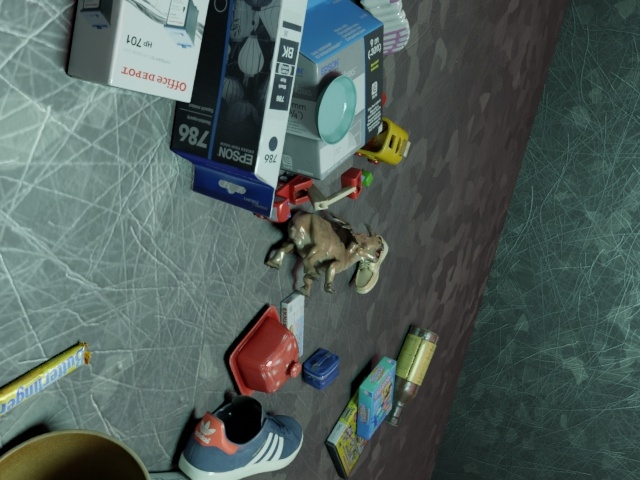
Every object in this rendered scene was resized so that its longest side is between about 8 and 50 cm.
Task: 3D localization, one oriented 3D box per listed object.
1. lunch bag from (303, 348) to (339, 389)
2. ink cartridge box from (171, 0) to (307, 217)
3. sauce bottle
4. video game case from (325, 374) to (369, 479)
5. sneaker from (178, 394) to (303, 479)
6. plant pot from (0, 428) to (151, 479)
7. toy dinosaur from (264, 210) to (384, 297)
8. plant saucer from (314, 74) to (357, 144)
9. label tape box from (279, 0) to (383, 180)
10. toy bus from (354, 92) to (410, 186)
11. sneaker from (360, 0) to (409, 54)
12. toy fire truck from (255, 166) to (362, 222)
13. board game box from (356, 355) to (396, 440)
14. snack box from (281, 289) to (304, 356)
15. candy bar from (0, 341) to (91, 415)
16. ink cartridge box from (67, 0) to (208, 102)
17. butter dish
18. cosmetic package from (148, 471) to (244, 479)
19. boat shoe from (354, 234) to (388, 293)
[{"bbox_3d":[0.000,0.319,1.511,0.098,0.067,0.065,-34,134,-47],"label":"lunch bag"},{"bbox_3d":[-0.123,-0.207,0.859,0.065,0.165,0.333,-16,119,-57],"label":"ink cartridge box"},{"bbox_3d":[0.303,0.471,2.110,0.344,0.111,0.111,-65,152,-8],"label":"sauce bottle"},{"bbox_3d":[0.112,0.597,1.921,0.248,0.035,0.275,-54,149,-30],"label":"video game case"},{"bbox_3d":[-0.131,0.387,1.247,0.350,0.131,0.148,6,106,-61],"label":"sneaker"},{"bbox_3d":[-0.342,0.426,0.832,0.237,0.237,0.254,-46,159,-38],"label":"plant pot"},{"bbox_3d":[0.000,0.000,1.267,0.295,0.127,0.200,43,61,-47],"label":"toy dinosaur"},{"bbox_3d":[0.023,-0.224,1.037,0.119,0.021,0.119,-38,139,-43],"label":"plant saucer"},{"bbox_3d":[0.017,-0.314,1.107,0.240,0.106,0.334,-44,142,-41],"label":"label tape box"},{"bbox_3d":[0.153,-0.226,1.408,0.202,0.104,0.191,-50,146,-34],"label":"toy bus"},{"bbox_3d":[0.125,-0.476,1.226,0.236,0.095,0.104,67,14,-66],"label":"sneaker"},{"bbox_3d":[-0.020,-0.088,1.149,0.192,0.135,0.047,-43,142,-42],"label":"toy fire truck"},{"bbox_3d":[0.173,0.487,1.869,0.160,0.047,0.210,-38,139,-46],"label":"board game box"},{"bbox_3d":[-0.064,0.202,1.371,0.064,0.022,0.178,-36,136,-49],"label":"snack box"},{"bbox_3d":[-0.375,0.186,0.805,0.161,0.018,0.040,-33,134,-49],"label":"candy bar"},{"bbox_3d":[-0.215,-0.278,0.740,0.139,0.082,0.191,-6,111,-60],"label":"ink cartridge box"},{"bbox_3d":[-0.093,0.246,1.243,0.160,0.118,0.160,-50,145,-34],"label":"butter dish"},{"bbox_3d":[-0.165,0.650,1.067,0.327,0.393,0.329,-66,152,-8],"label":"cosmetic package"},{"bbox_3d":[0.128,0.058,1.592,0.170,0.063,0.059,-66,151,-30],"label":"boat shoe"}]
